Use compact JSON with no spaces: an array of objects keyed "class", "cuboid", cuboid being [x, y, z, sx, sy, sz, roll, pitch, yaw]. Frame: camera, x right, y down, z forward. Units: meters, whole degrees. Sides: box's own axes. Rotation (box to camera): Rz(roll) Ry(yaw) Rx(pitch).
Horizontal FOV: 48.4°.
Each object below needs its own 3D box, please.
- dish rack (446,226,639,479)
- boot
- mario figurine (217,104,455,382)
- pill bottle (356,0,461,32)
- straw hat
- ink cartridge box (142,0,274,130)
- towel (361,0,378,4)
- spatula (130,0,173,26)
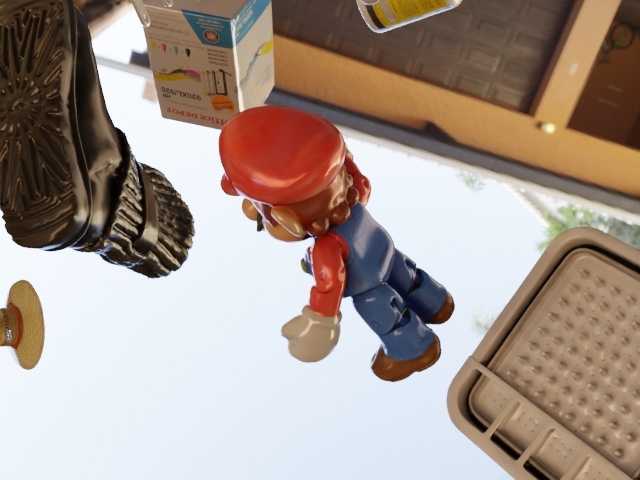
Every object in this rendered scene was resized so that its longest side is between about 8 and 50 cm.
[{"class":"dish rack","cuboid":[0.355,0.175,0.926,0.285,0.333,0.072,37,-175,41]},{"class":"boot","cuboid":[-0.283,-0.128,0.900,0.131,0.348,0.260,-11,169,20]},{"class":"mario figurine","cuboid":[0.000,0.000,0.751,0.321,0.170,0.198,51,-172,-23]},{"class":"pill bottle","cuboid":[0.174,-0.444,1.220,0.208,0.119,0.119,-10,-176,32]},{"class":"straw hat","cuboid":[-0.462,0.127,1.036,0.061,0.145,0.144,-2,-151,-46]},{"class":"ink cartridge box","cuboid":[-0.190,-0.338,1.256,0.171,0.233,0.168,14,-131,13]},{"class":"towel","cuboid":[0.034,-0.408,0.710,0.034,0.285,0.209,-4,154,19]},{"class":"spatula","cuboid":[-0.258,-0.444,1.020,0.019,0.242,0.168,-6,-152,38]}]
